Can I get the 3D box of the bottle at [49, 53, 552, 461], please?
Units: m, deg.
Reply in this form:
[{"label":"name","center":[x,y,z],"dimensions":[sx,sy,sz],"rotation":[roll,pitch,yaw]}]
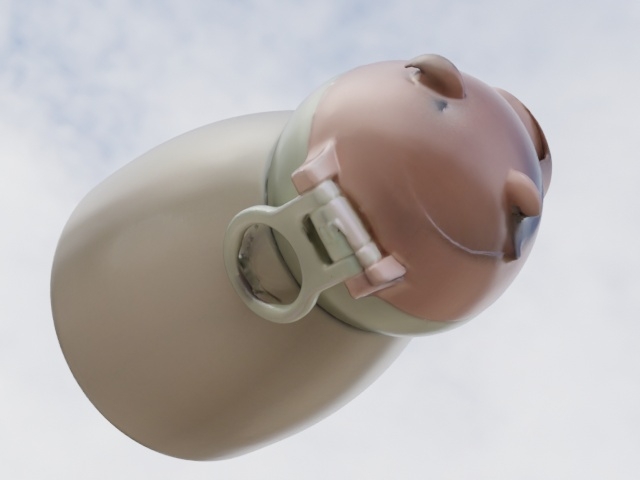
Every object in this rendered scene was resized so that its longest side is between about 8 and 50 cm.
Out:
[{"label":"bottle","center":[0.000,0.000,0.842],"dimensions":[0.147,0.147,0.236],"rotation":[43,-41,-18]}]
